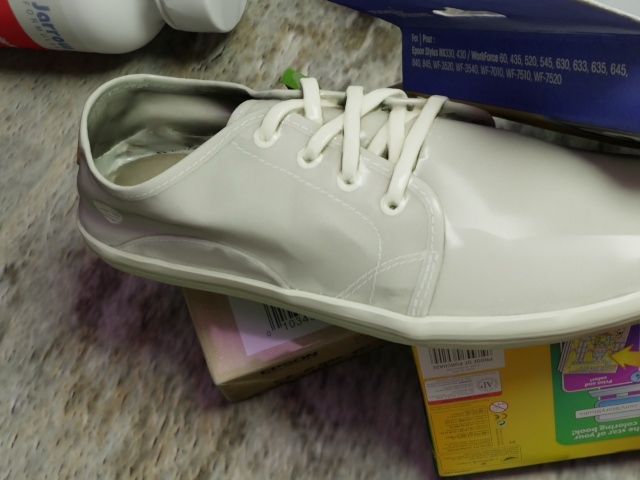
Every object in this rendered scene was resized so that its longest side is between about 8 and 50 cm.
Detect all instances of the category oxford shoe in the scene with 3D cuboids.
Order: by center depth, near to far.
[{"bbox_3d":[0.024,-0.036,0.565,0.449,0.130,0.169,7,41,22],"label":"oxford shoe"}]

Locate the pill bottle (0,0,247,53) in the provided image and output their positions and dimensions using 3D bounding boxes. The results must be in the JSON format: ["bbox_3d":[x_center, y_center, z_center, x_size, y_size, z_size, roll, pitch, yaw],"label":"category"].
[{"bbox_3d":[-0.282,-0.304,0.875,0.408,0.229,0.229,6,62,12],"label":"pill bottle"}]

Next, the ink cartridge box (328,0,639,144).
[{"bbox_3d":[0.189,-0.103,0.609,0.307,0.303,0.072,6,101,-24],"label":"ink cartridge box"}]

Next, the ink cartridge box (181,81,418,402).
[{"bbox_3d":[0.000,0.000,0.729,0.235,0.088,0.193,-21,71,-3],"label":"ink cartridge box"}]

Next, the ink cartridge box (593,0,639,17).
[{"bbox_3d":[0.272,-0.358,0.801,0.160,0.279,0.384,9,63,11],"label":"ink cartridge box"}]

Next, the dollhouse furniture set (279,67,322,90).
[{"bbox_3d":[-0.051,-0.085,0.838,0.076,0.058,0.151,27,87,13],"label":"dollhouse furniture set"}]

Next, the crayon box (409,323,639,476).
[{"bbox_3d":[0.202,0.068,0.615,0.278,0.165,0.081,-10,41,6],"label":"crayon box"}]
